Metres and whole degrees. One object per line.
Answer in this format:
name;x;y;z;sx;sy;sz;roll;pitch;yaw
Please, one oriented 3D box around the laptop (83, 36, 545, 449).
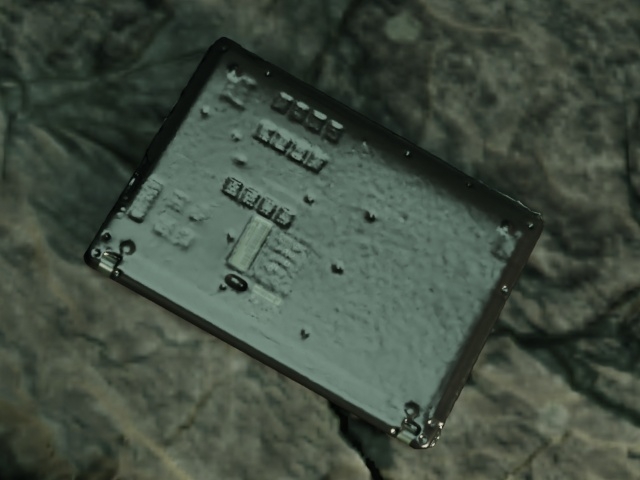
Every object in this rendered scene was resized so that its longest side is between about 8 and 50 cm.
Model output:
laptop;0.000;0.000;0.872;0.180;0.016;0.129;29;73;-2
